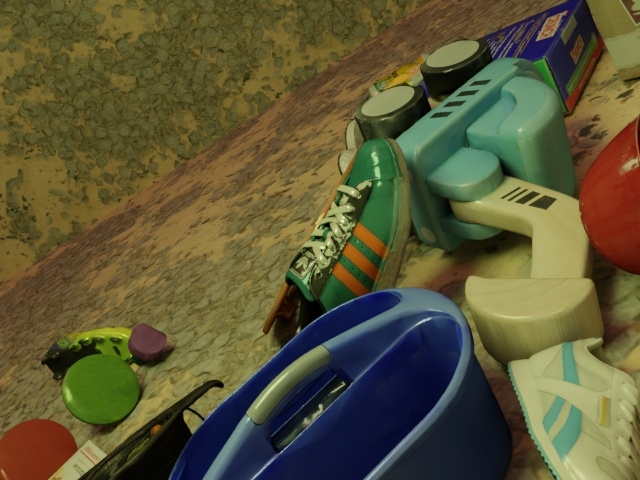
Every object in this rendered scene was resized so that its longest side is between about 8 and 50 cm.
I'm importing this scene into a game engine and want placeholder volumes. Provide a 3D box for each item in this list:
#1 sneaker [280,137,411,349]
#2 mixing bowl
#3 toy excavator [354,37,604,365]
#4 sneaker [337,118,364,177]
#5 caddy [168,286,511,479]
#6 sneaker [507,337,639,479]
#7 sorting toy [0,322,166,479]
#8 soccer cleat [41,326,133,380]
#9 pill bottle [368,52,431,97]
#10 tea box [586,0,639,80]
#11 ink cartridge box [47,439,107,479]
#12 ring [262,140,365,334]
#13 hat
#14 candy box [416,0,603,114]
[{"bbox_3d":[0.026,0.019,0.831,0.121,0.301,0.108,7,8,-21],"label":"sneaker"},{"bbox_3d":[0.330,-0.032,0.686,0.098,0.181,0.181,-31,18,46],"label":"mixing bowl"},{"bbox_3d":[0.234,-0.072,0.877,0.433,0.222,0.445,-40,34,-22],"label":"toy excavator"},{"bbox_3d":[0.107,-0.187,1.446,0.108,0.100,0.271,-13,30,15],"label":"sneaker"},{"bbox_3d":[0.011,0.186,0.640,0.341,0.179,0.241,-41,25,-16],"label":"caddy"},{"bbox_3d":[0.222,0.156,0.544,0.092,0.087,0.228,-27,24,13],"label":"sneaker"},{"bbox_3d":[-0.405,0.297,1.179,0.365,0.127,0.126,-52,-3,-43],"label":"sorting toy"},{"bbox_3d":[-0.460,0.213,1.404,0.289,0.093,0.121,-18,20,34],"label":"soccer cleat"},{"bbox_3d":[0.228,-0.362,1.586,0.209,0.117,0.117,-30,22,12],"label":"pill bottle"},{"bbox_3d":[0.634,-0.457,1.061,0.329,0.220,0.323,-8,33,50],"label":"tea box"},{"bbox_3d":[-0.337,0.353,0.965,0.181,0.061,0.104,-45,24,-26],"label":"ink cartridge box"},{"bbox_3d":[0.000,0.000,1.059,0.336,0.032,0.336,-61,-1,-2],"label":"ring"},{"bbox_3d":[-0.202,0.297,0.777,0.331,0.134,0.331,-36,-1,-1],"label":"hat"},{"bbox_3d":[0.347,-0.313,1.308,0.317,0.122,0.268,-13,29,45],"label":"candy box"}]
